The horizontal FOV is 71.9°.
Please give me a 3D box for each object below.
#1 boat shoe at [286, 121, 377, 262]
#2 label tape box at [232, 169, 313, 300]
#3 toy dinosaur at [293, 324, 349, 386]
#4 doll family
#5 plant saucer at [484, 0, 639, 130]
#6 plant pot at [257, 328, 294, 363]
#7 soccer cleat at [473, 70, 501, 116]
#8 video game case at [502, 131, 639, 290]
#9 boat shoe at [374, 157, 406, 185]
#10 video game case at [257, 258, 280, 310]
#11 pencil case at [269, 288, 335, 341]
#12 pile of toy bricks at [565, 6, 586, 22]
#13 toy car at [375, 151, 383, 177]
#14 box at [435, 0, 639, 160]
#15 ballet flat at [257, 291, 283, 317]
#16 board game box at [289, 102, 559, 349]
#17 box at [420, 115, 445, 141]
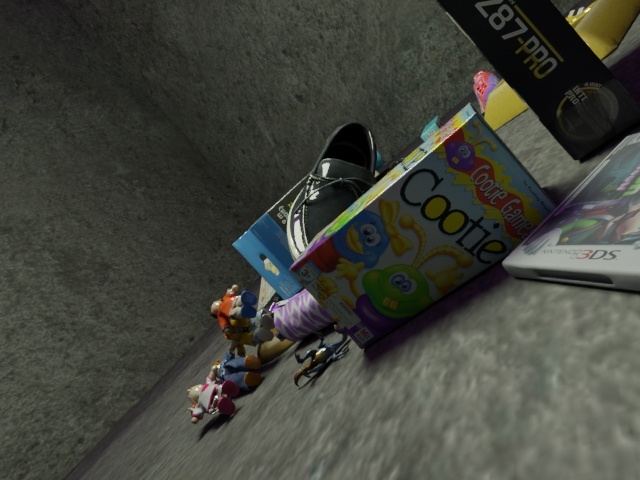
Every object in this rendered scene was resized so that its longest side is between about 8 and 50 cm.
[{"bbox_3d":[0.042,-0.121,1.099,0.156,0.186,0.500,115,174,-50],"label":"boat shoe"},{"bbox_3d":[-0.046,-0.018,1.272,0.333,0.241,0.106,-45,7,-18],"label":"label tape box"},{"bbox_3d":[0.002,0.153,0.616,0.082,0.047,0.090,-23,-20,-40],"label":"toy dinosaur"},{"bbox_3d":[-0.166,0.224,0.858,0.163,0.118,0.263,-17,55,49],"label":"doll family"},{"bbox_3d":[0.563,-0.439,1.072,0.333,0.081,0.333,-46,6,-33],"label":"plant saucer"},{"bbox_3d":[-0.055,0.168,0.957,0.236,0.032,0.236,-41,6,5],"label":"plant pot"},{"bbox_3d":[0.526,-0.469,1.382,0.108,0.116,0.318,-39,6,29],"label":"soccer cleat"},{"bbox_3d":[0.257,-0.037,0.347,0.190,0.022,0.173,-43,5,-7],"label":"video game case"},{"bbox_3d":[0.223,-0.172,1.220,0.091,0.114,0.302,-44,5,25],"label":"boat shoe"},{"bbox_3d":[-0.143,0.113,1.533,0.206,0.026,0.227,-39,35,35],"label":"video game case"},{"bbox_3d":[-0.003,0.105,0.765,0.206,0.088,0.086,-37,9,39],"label":"pencil case"},{"bbox_3d":[0.692,-0.579,1.275,0.212,0.118,0.105,-133,62,-69],"label":"pile of toy bricks"},{"bbox_3d":[0.126,-0.150,1.519,0.219,0.210,0.238,-32,-18,-21],"label":"toy car"},{"bbox_3d":[0.295,-0.308,0.655,0.097,0.318,0.395,-38,5,33],"label":"box"},{"bbox_3d":[-0.149,0.213,1.291,0.057,0.049,0.173,13,42,29],"label":"ballet flat"},{"bbox_3d":[0.119,-0.017,0.548,0.275,0.142,0.144,-40,6,25],"label":"board game box"},{"bbox_3d":[0.390,-0.342,1.447,0.060,0.100,0.244,-41,5,26],"label":"box"}]
